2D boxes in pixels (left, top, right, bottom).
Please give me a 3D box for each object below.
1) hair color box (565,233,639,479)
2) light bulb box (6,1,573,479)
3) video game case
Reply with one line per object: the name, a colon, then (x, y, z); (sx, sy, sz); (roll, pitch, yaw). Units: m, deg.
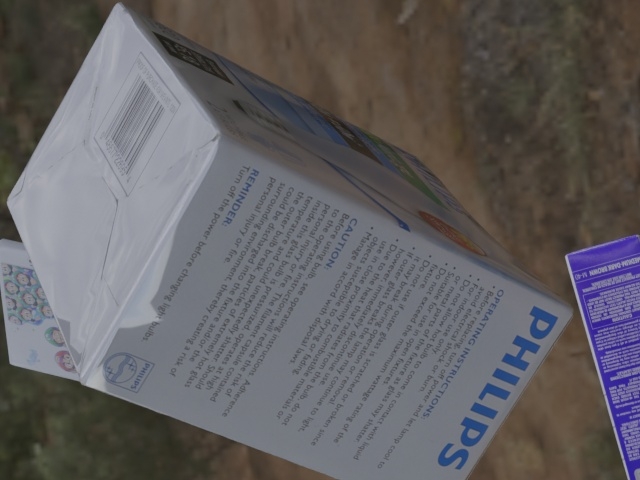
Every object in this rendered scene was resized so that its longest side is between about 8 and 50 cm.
hair color box: (0.426, 0.169, 2.013); (0.185, 0.110, 0.339); (6, -111, -71)
light bulb box: (-0.040, 0.012, 1.338); (0.225, 0.361, 0.358); (-58, 30, 12)
video game case: (-0.269, 0.080, 1.626); (0.019, 0.143, 0.157); (-56, -28, -52)
